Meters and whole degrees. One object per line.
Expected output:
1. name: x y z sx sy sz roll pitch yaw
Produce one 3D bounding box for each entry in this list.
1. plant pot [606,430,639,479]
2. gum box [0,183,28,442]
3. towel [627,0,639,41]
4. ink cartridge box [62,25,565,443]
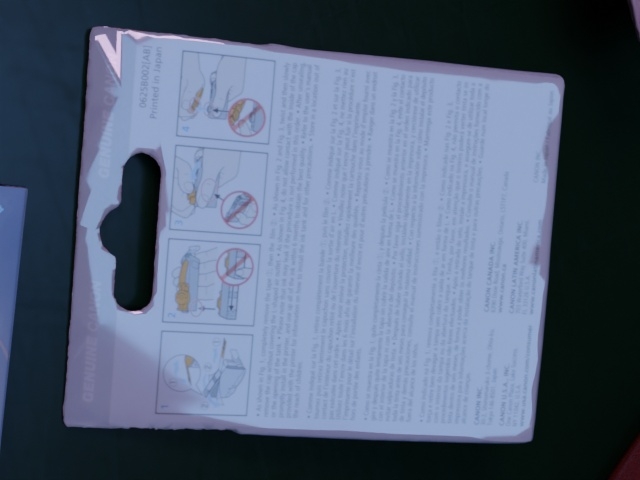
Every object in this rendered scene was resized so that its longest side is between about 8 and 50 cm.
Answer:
1. plant pot: 0.277 0.247 0.578 0.236 0.267 0.267 -36 111 -8
2. gum box: -0.203 0.062 0.395 0.157 0.041 0.184 5 91 -30
3. towel: 0.261 -0.297 0.555 0.332 0.053 0.316 -31 123 -34
4. ink cartridge box: 0.000 0.000 0.513 0.232 0.066 0.189 4 93 -9
